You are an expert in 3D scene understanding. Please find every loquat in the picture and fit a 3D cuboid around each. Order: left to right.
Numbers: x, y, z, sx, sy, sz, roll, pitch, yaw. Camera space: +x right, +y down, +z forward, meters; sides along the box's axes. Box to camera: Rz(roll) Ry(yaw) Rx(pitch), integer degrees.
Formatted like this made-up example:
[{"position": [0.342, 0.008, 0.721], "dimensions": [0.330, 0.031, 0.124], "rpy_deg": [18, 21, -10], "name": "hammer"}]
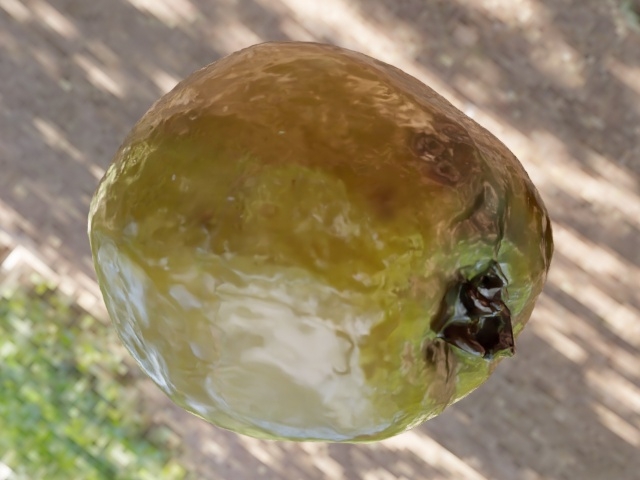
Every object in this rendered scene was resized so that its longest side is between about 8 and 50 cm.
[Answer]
[{"position": [0.000, 0.000, 0.837], "dimensions": [0.234, 0.187, 0.176], "rpy_deg": [19, 132, 47], "name": "loquat"}]
